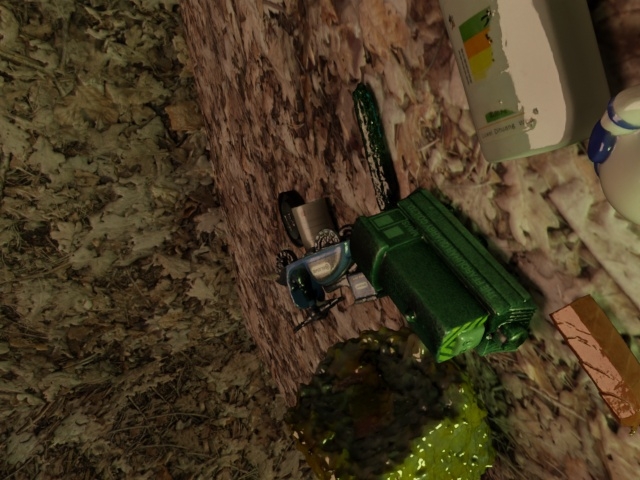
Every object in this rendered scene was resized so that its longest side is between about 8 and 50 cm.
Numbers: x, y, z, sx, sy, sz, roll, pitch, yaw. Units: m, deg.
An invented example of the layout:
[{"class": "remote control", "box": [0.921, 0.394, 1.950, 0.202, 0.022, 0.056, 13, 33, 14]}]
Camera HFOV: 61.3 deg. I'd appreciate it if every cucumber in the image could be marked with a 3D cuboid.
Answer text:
[{"class": "cucumber", "box": [0.107, -0.182, 1.057, 0.044, 0.043, 0.256, 6, 114, 64]}]

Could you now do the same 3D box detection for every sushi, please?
[{"class": "sushi", "box": [0.135, 0.356, 1.066, 0.397, 0.351, 0.240, 24, 147, 59]}]

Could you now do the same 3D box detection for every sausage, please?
[{"class": "sausage", "box": [0.356, 0.154, 0.670, 0.169, 0.065, 0.065, 63, 160, 19]}]

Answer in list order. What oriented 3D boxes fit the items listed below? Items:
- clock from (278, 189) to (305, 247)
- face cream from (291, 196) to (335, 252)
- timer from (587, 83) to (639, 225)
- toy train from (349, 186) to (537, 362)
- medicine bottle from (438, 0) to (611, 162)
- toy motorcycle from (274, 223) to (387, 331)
[{"class": "clock", "box": [-0.078, -0.068, 1.682, 0.184, 0.040, 0.184, 53, 154, 40]}, {"class": "face cream", "box": [0.000, 0.000, 1.449, 0.096, 0.096, 0.214, -4, 105, 70]}, {"class": "timer", "box": [0.300, -0.115, 0.344, 0.383, 0.270, 0.270, 82, 163, -70]}, {"class": "toy train", "box": [0.183, 0.059, 0.880, 0.138, 0.178, 0.330, 91, 153, -45]}, {"class": "medicine bottle", "box": [0.213, -0.243, 0.604, 0.161, 0.111, 0.296, 2, 110, 70]}, {"class": "toy motorcycle", "box": [0.011, 0.091, 1.318, 0.359, 0.125, 0.212, -24, 82, 47]}]
